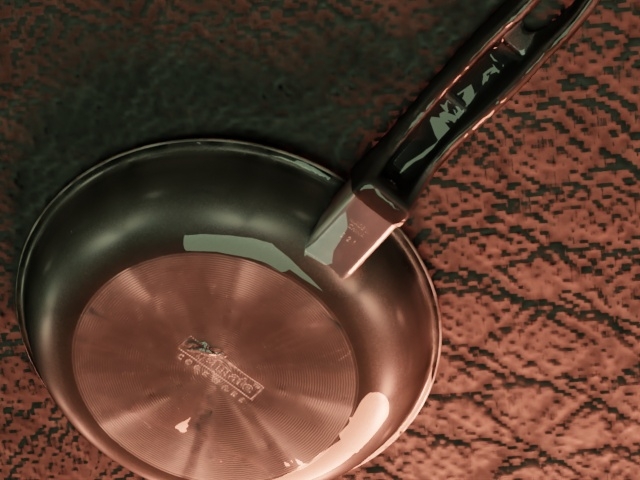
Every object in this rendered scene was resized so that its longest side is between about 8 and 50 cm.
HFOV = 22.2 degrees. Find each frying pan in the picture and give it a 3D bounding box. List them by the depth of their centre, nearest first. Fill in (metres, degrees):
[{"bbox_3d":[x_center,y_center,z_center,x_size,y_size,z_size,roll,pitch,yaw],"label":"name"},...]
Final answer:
[{"bbox_3d":[0.012,0.024,0.715,0.326,0.053,0.197,-21,117,21],"label":"frying pan"}]
